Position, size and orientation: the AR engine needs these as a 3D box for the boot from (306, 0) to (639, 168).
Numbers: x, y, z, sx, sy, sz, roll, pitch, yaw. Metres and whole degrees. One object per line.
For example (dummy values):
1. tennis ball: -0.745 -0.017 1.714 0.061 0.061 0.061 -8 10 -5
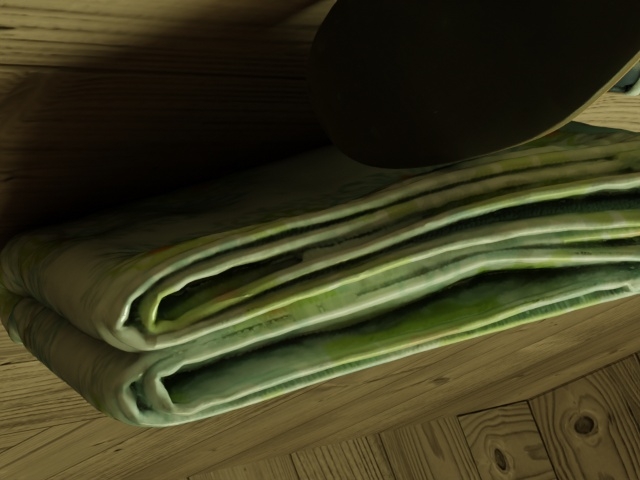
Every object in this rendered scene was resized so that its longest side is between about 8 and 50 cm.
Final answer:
1. boot: 0.128 -0.124 0.853 0.305 0.112 0.115 -30 176 32

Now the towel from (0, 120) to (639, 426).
1. towel: 0.000 0.000 1.012 0.321 0.090 0.374 -14 -172 -16

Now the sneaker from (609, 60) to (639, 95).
1. sneaker: 0.220 -0.095 0.997 0.282 0.153 0.099 -17 168 -15
